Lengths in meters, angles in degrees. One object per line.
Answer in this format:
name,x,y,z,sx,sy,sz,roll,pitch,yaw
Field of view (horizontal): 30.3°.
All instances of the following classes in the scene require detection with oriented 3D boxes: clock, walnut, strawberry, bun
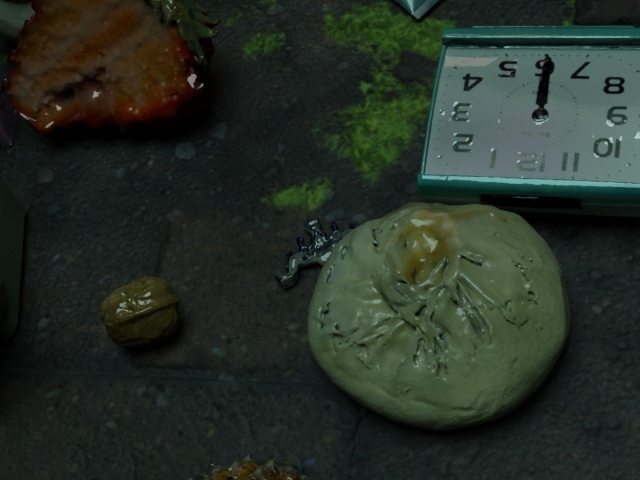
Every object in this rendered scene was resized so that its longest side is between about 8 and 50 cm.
clock,0.262,-0.132,1.381,0.262,0.116,0.231,3,64,19
walnut,-0.210,0.084,1.395,0.096,0.082,0.079,-19,87,10
strawberry,-0.259,-0.248,1.572,0.253,0.280,0.150,34,30,-2
bun,0.126,0.063,1.269,0.287,0.146,0.287,-6,58,10

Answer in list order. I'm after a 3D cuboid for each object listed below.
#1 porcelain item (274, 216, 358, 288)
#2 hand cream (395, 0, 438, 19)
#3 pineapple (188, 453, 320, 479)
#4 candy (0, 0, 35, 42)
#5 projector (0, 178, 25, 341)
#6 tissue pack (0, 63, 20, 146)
porcelain item,0.000,0.000,1.420,0.136,0.021,0.075,-26,51,-1
hand cream,0.066,-0.420,1.653,0.111,0.070,0.312,-42,65,-13
pineapple,-0.062,0.290,1.207,0.175,0.137,0.162,2,102,11
candy,-0.380,-0.398,1.682,0.295,0.185,0.296,-1,62,2
projector,-0.467,0.017,1.450,0.163,0.177,0.243,-10,57,10
tissue pack,-0.560,-0.199,1.631,0.246,0.148,0.093,-3,56,14
